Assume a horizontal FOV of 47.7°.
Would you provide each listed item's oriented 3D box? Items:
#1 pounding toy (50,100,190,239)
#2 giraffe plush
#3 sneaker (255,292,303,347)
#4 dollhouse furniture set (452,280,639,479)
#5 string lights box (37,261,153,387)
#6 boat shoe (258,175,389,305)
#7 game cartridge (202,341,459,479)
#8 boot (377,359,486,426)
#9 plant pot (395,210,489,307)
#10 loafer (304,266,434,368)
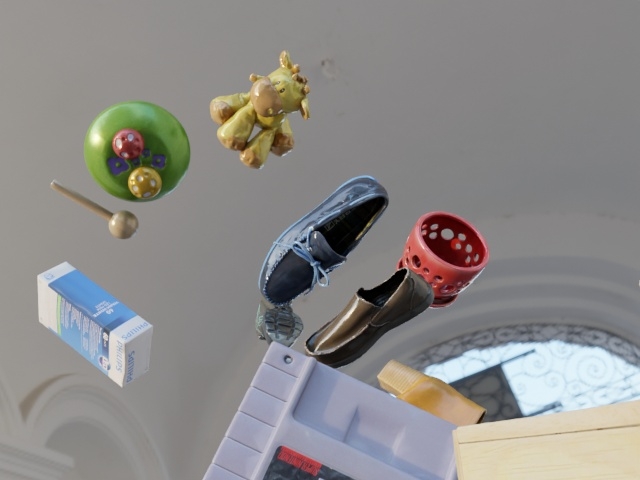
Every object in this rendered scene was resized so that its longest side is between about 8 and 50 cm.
[{"bbox_3d":[-0.330,-0.118,1.236,0.183,0.110,0.237,37,-80,-23],"label":"pounding toy"},{"bbox_3d":[-0.091,-0.262,1.400,0.181,0.210,0.170,45,-28,-10],"label":"giraffe plush"},{"bbox_3d":[-0.105,0.207,1.748,0.101,0.267,0.106,16,-72,-11],"label":"sneaker"},{"bbox_3d":[0.319,0.166,0.431,0.394,0.362,0.256,-1,-17,-14],"label":"dollhouse furniture set"},{"bbox_3d":[-0.466,0.171,1.485,0.076,0.259,0.133,-35,-31,-46],"label":"string lights box"},{"bbox_3d":[0.000,0.000,1.129,0.109,0.089,0.258,37,-86,-26],"label":"boat shoe"},{"bbox_3d":[0.048,0.304,0.940,0.355,0.230,0.068,24,-33,5],"label":"game cartridge"},{"bbox_3d":[0.139,0.368,1.263,0.295,0.211,0.104,-53,-30,-13],"label":"boot"},{"bbox_3d":[0.283,0.051,1.742,0.191,0.191,0.174,-1,-39,-26],"label":"plant pot"},{"bbox_3d":[0.060,0.107,1.076,0.220,0.080,0.078,-34,-59,-3],"label":"loafer"}]
